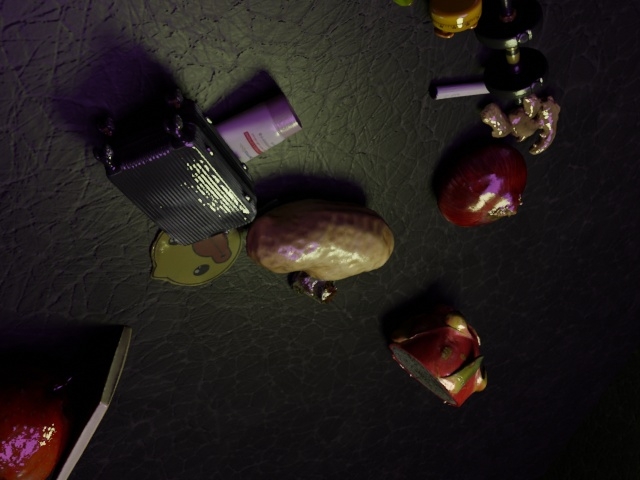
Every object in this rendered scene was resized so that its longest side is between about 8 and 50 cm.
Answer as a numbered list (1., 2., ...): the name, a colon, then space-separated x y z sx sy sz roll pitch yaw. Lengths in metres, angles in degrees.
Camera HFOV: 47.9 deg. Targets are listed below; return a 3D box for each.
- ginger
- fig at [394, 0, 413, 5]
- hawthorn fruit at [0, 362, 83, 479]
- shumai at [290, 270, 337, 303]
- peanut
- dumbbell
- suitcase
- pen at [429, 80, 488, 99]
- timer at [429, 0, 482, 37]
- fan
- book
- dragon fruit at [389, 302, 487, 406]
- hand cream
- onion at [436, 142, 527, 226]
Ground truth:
1. ginger: 0.497 -0.309 1.782 0.258 0.065 0.149 14 107 -35
2. fig: 0.133 -0.523 1.276 0.167 0.167 0.233 -21 175 -16
3. hawthorn fruit: -0.624 0.382 1.547 0.300 0.254 0.254 -35 140 -5
4. shumai: -0.008 0.118 1.827 0.123 0.087 0.099 -15 137 -20
5. peanut: 0.000 0.000 1.658 0.387 0.170 0.192 5 132 -35
6. dumbbell: 0.413 -0.414 1.554 0.143 0.143 0.325 -32 139 -3
7. suitcase: -0.263 -0.125 1.357 0.202 0.128 0.312 -19 143 13
8. pen: 0.369 -0.353 1.670 0.268 0.033 0.033 -12 134 -25
9. timer: 0.267 -0.471 1.432 0.107 0.107 0.109 -29 143 -7
10. fan: -0.237 -0.004 1.612 0.335 0.011 0.230 -32 141 -3
11. book: -0.533 0.410 1.636 0.032 0.269 0.389 25 114 -16
12. dragon fruit: 0.368 0.320 2.135 0.226 0.305 0.305 -44 141 -13
13. hand cream: -0.163 -0.203 1.431 0.247 0.083 0.133 -29 139 8
14. onion: 0.415 -0.134 1.823 0.247 0.161 0.248 -7 120 -12
